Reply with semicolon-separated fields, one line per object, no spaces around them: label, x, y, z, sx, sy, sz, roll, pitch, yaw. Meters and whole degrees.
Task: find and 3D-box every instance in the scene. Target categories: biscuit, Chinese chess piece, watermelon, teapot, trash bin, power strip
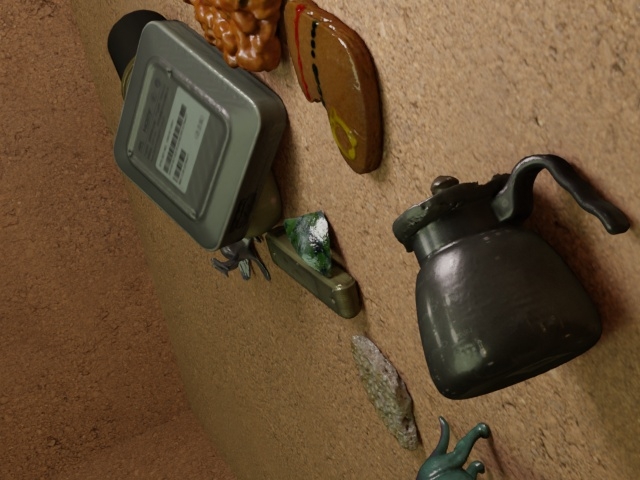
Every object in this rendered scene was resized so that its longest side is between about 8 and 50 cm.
biscuit;-0.177;-0.492;1.794;0.318;0.110;0.312;53;155;35
Chinese chess piece;-0.185;-0.129;2.219;0.250;0.101;0.250;53;156;36
watermelon;-0.006;0.002;1.951;0.101;0.080;0.155;-43;41;32
teapot;0.213;0.026;1.190;0.305;0.223;0.285;109;142;-66
trash bin;-0.397;-0.410;2.309;0.334;0.214;0.214;55;157;40
biscuit;0.014;-0.262;1.625;0.277;0.052;0.262;48;153;43
power strip;-0.026;0.056;2.072;0.387;0.066;0.092;35;145;53
biscuit;0.135;0.312;1.956;0.265;0.040;0.188;63;161;7

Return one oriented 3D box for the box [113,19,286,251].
box;-0.279;-0.229;2.061;0.396;0.111;0.396;40;127;24

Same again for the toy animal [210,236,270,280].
toy animal;-0.222;0.006;2.512;0.255;0.176;0.239;29;157;4

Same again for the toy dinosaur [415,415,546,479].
toy dinosaur;0.175;0.437;1.550;0.383;0.331;0.129;28;135;58
